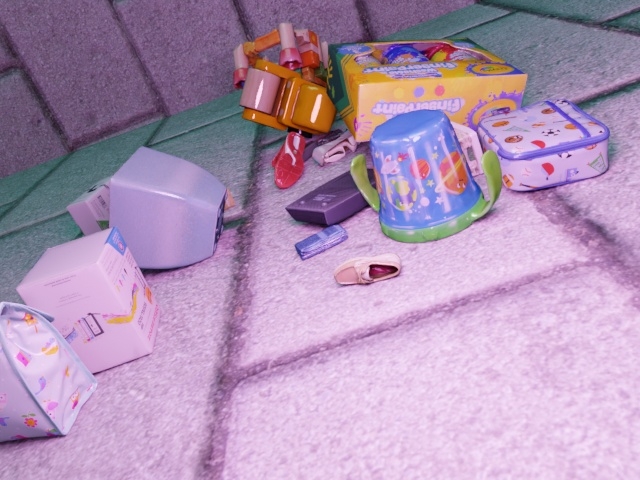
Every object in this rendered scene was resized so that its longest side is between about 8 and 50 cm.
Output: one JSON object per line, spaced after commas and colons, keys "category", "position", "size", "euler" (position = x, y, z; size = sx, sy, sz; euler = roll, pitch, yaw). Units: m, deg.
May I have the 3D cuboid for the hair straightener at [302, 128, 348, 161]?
{"category": "hair straightener", "position": [0.013, -0.320, 1.816], "size": [0.231, 0.047, 0.089], "euler": [-29, 28, -25]}

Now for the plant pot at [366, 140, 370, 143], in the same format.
{"category": "plant pot", "position": [0.195, -0.350, 1.618], "size": [0.238, 0.109, 0.237], "euler": [1, 36, 0]}

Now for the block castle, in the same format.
{"category": "block castle", "position": [-0.103, -0.642, 2.130], "size": [0.303, 0.212, 0.453], "euler": [-12, -8, 29]}

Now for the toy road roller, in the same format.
{"category": "toy road roller", "position": [-0.086, -0.471, 1.844], "size": [0.330, 0.202, 0.241], "euler": [10, 10, -35]}

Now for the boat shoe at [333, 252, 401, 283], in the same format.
{"category": "boat shoe", "position": [0.090, 0.059, 1.047], "size": [0.136, 0.050, 0.045], "euler": [-16, 22, 10]}

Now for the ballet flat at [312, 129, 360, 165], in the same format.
{"category": "ballet flat", "position": [0.074, -0.296, 1.709], "size": [0.213, 0.072, 0.068], "euler": [-31, 56, -16]}

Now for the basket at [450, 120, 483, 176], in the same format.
{"category": "basket", "position": [0.310, -0.215, 1.325], "size": [0.103, 0.113, 0.167], "euler": [-28, 28, -3]}

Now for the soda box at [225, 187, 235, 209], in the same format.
{"category": "soda box", "position": [-0.331, -0.147, 1.713], "size": [0.058, 0.061, 0.181], "euler": [-30, 28, -15]}

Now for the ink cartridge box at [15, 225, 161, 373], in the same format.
{"category": "ink cartridge box", "position": [-0.462, 0.126, 1.121], "size": [0.169, 0.232, 0.171], "euler": [-19, 27, 1]}

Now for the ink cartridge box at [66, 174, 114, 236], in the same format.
{"category": "ink cartridge box", "position": [-0.732, -0.108, 1.832], "size": [0.087, 0.152, 0.208], "euler": [-12, 27, 20]}

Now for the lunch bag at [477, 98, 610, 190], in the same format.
{"category": "lunch bag", "position": [0.495, -0.226, 1.214], "size": [0.244, 0.114, 0.303], "euler": [-14, 29, 10]}

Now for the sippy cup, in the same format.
{"category": "sippy cup", "position": [0.211, -0.149, 1.150], "size": [0.306, 0.223, 0.240], "euler": [-15, 27, 13]}

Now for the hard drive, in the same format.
{"category": "hard drive", "position": [0.055, -0.113, 1.360], "size": [0.255, 0.054, 0.172], "euler": [-33, 26, -33]}

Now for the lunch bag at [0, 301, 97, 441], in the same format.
{"category": "lunch bag", "position": [-0.582, 0.230, 0.984], "size": [0.224, 0.262, 0.160], "euler": [-14, 28, 17]}

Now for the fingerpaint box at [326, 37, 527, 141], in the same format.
{"category": "fingerpaint box", "position": [0.271, -0.437, 1.507], "size": [0.446, 0.163, 0.371], "euler": [-6, 36, -9]}

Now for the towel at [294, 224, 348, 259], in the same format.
{"category": "towel", "position": [0.000, 0.000, 1.242], "size": [0.120, 0.029, 0.067], "euler": [-26, 27, -9]}

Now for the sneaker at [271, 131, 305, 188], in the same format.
{"category": "sneaker", "position": [-0.111, -0.228, 1.715], "size": [0.128, 0.087, 0.221], "euler": [-47, 21, 52]}

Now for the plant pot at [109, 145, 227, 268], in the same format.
{"category": "plant pot", "position": [-0.382, -0.071, 1.406], "size": [0.253, 0.247, 0.247], "euler": [10, 28, -4]}
